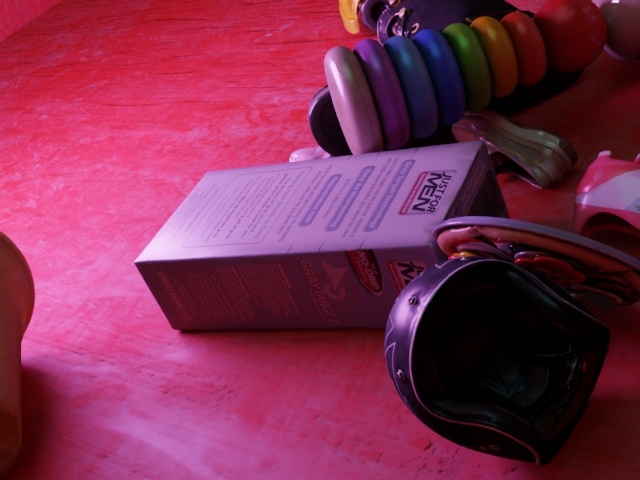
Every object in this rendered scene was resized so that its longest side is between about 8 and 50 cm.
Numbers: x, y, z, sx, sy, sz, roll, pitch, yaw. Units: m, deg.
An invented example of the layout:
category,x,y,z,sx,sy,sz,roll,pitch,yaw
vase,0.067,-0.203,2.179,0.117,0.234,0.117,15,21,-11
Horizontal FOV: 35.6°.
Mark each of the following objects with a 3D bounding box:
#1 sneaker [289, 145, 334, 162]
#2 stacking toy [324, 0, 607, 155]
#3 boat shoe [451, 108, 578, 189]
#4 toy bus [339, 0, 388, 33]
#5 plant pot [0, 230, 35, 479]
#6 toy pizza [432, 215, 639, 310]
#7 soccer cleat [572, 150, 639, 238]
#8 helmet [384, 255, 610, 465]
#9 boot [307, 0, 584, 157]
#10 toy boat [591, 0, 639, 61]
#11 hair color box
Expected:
category,x,y,z,sx,sy,sz,roll,pitch,yaw
sneaker,-0.016,-0.085,1.322,0.070,0.051,0.134,-6,32,31
stacking toy,0.178,-0.205,1.166,0.330,0.141,0.141,-19,30,-1
boat shoe,0.212,-0.106,1.183,0.072,0.068,0.190,-49,34,-10
toy bus,0.115,-0.487,1.699,0.220,0.211,0.149,-20,29,5
plant pot,-0.433,0.143,1.085,0.276,0.276,0.254,-28,41,-6
toy pizza,0.194,0.027,0.883,0.201,0.201,0.032,7,75,41
soccer cleat,0.360,-0.026,0.951,0.248,0.083,0.095,11,75,38
helmet,0.135,0.091,0.809,0.161,0.169,0.169,26,53,26
boot,0.139,-0.248,1.378,0.377,0.138,0.284,-22,31,-4
toy boat,0.433,-0.354,1.266,0.148,0.267,0.318,18,13,1
hair color box,0.000,0.000,1.113,0.374,0.114,0.185,-4,36,32
